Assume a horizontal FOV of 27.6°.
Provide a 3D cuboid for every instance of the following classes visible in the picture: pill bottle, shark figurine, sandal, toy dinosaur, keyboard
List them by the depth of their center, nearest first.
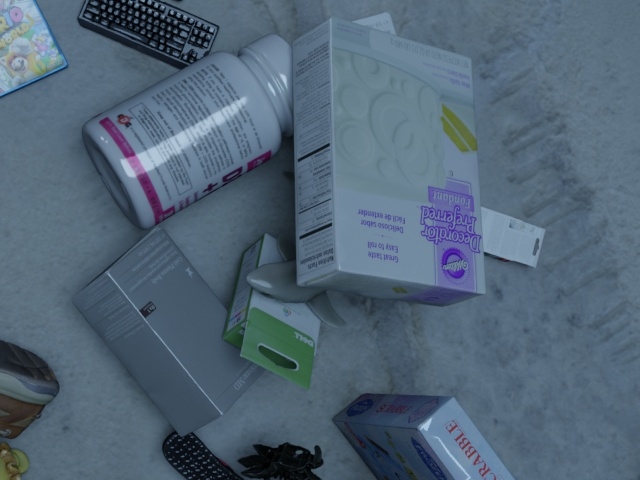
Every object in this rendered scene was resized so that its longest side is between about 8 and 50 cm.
[{"bbox_3d":[-0.016,0.379,1.675,0.322,0.164,0.218,-31,115,-2],"label":"toy dinosaur"},{"bbox_3d":[-0.152,-0.148,1.702,0.283,0.160,0.160,-31,95,-15],"label":"pill bottle"},{"bbox_3d":[0.019,-0.005,1.720,0.166,0.116,0.278,38,42,-17],"label":"shark figurine"},{"bbox_3d":[-0.144,0.318,1.732,0.067,0.040,0.179,-38,105,-6],"label":"sandal"},{"bbox_3d":[-0.227,-0.308,1.763,0.180,0.023,0.108,23,81,-13],"label":"keyboard"}]

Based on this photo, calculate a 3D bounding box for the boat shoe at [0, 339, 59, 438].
[{"bbox_3d":[-0.484,0.163,1.592,0.324,0.123,0.116,26,102,-24],"label":"boat shoe"}]

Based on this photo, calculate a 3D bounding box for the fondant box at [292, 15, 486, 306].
[{"bbox_3d":[0.087,-0.094,1.655,0.238,0.096,0.330,10,71,-35],"label":"fondant box"}]

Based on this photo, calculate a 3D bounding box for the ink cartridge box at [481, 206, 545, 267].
[{"bbox_3d":[0.261,-0.004,1.872,0.115,0.029,0.062,18,82,-14],"label":"ink cartridge box"}]

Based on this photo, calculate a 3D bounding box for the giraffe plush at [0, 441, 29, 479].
[{"bbox_3d":[-0.423,0.338,1.609,0.210,0.181,0.170,-18,69,-3],"label":"giraffe plush"}]

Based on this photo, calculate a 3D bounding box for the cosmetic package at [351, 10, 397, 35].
[{"bbox_3d":[0.068,-0.187,1.803,0.117,0.085,0.231,-19,90,-16],"label":"cosmetic package"}]

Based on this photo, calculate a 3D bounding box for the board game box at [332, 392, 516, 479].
[{"bbox_3d":[0.179,0.339,1.678,0.066,0.318,0.318,-39,97,-18],"label":"board game box"}]

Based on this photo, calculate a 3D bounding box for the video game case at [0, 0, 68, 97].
[{"bbox_3d":[-0.423,-0.280,1.712,0.119,0.015,0.166,-28,93,-15],"label":"video game case"}]

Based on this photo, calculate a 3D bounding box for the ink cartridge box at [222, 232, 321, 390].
[{"bbox_3d":[-0.060,0.103,1.697,0.109,0.062,0.209,31,43,-22],"label":"ink cartridge box"}]

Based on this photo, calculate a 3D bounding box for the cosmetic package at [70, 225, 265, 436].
[{"bbox_3d":[-0.192,0.120,1.683,0.238,0.107,0.127,49,42,-6],"label":"cosmetic package"}]
